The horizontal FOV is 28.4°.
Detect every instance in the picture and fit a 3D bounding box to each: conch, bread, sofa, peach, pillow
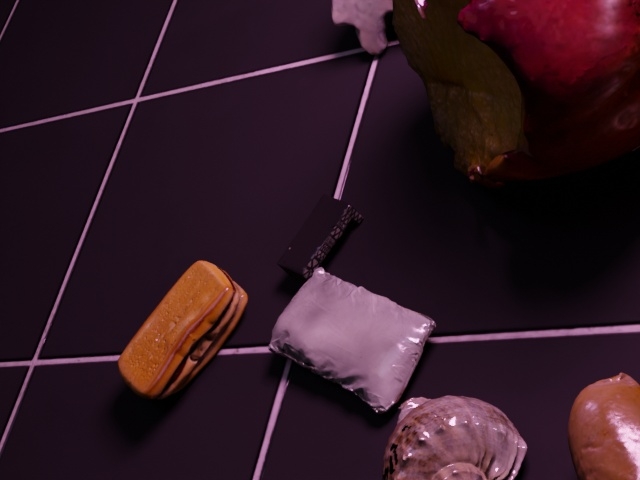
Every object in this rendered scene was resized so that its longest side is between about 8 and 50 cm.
[{"bbox_3d":[0.139,0.230,1.356,0.155,0.130,0.207,-7,21,-5],"label":"conch"},{"bbox_3d":[-0.184,0.126,1.700,0.200,0.077,0.116,-52,43,-4],"label":"bread"},{"bbox_3d":[0.000,0.000,1.675,0.060,0.039,0.118,21,74,48],"label":"sofa"},{"bbox_3d":[0.234,-0.242,1.465,0.416,0.339,0.353,4,29,43],"label":"peach"},{"bbox_3d":[0.034,0.117,1.546,0.229,0.051,0.128,24,78,45],"label":"pillow"}]

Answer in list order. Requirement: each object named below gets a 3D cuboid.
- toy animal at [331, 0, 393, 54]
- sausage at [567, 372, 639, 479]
[{"bbox_3d":[0.165,-0.407,1.787,0.308,0.266,0.188,113,178,-46],"label":"toy animal"},{"bbox_3d":[0.348,0.300,1.087,0.136,0.123,0.501,-40,41,4],"label":"sausage"}]
